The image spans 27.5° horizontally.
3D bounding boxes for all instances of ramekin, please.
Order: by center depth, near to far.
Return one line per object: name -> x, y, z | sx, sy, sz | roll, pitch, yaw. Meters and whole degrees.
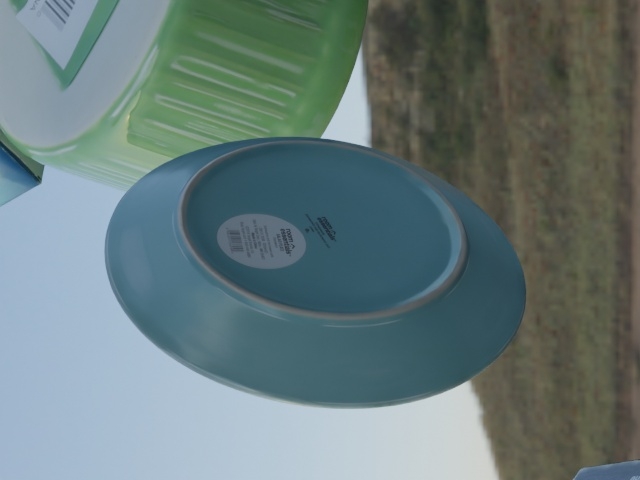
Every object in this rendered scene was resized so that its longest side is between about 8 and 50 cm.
ramekin -> -0.120, -0.175, 0.952 | 0.148, 0.303, 0.304 | 12, -104, -42

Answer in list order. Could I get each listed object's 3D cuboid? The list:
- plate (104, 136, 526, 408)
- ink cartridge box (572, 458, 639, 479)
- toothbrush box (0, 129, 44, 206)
plate -> 0.000, 0.000, 0.573 | 0.188, 0.188, 0.024 | -75, -4, -52
ink cartridge box -> 0.253, 0.259, 0.936 | 0.307, 0.303, 0.072 | -41, -75, -43
toothbrush box -> -0.382, -0.088, 1.144 | 0.126, 0.295, 0.216 | 50, -158, -35
